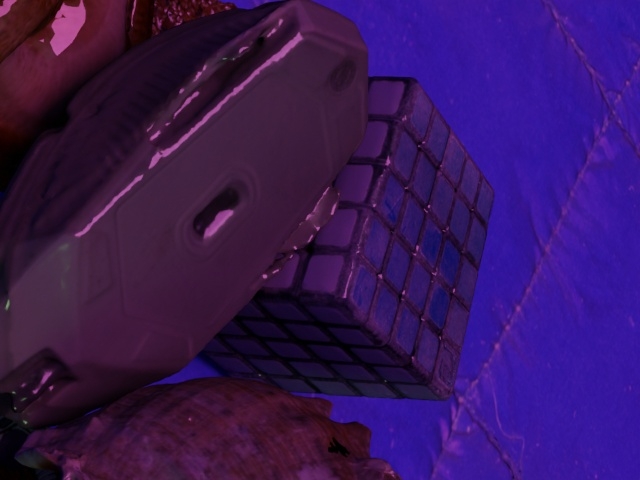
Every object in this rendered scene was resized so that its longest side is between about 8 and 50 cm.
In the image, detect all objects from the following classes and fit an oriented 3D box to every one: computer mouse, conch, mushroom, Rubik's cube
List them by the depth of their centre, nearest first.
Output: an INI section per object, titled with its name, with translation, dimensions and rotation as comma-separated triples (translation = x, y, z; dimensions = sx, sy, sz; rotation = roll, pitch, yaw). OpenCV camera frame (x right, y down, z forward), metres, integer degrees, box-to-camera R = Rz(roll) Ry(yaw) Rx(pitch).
[conch]
translation = -0.064, 0.201, 1.523
dimensions = 0.210, 0.297, 0.352
rotation = -50, 123, -6
[mushroom]
translation = -0.250, -0.196, 1.543
dimensions = 0.345, 0.260, 0.345
rotation = -10, 103, -48
[computer mouse]
translation = -0.135, -0.039, 1.559
dimensions = 0.429, 0.145, 0.228
rotation = -47, 143, -14
[Rubik's cube]
translation = 0.000, 0.000, 1.779
dimensions = 0.237, 0.238, 0.236
rotation = 45, 54, -52

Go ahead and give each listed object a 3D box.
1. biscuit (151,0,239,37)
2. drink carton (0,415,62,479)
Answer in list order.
[biscuit]
translation = -0.157, -0.184, 1.822
dimensions = 0.231, 0.025, 0.131
rotation = 7, 78, -48
[drink carton]
translation = -0.265, 0.232, 1.581
dimensions = 0.134, 0.102, 0.222
rotation = -50, 118, -37
